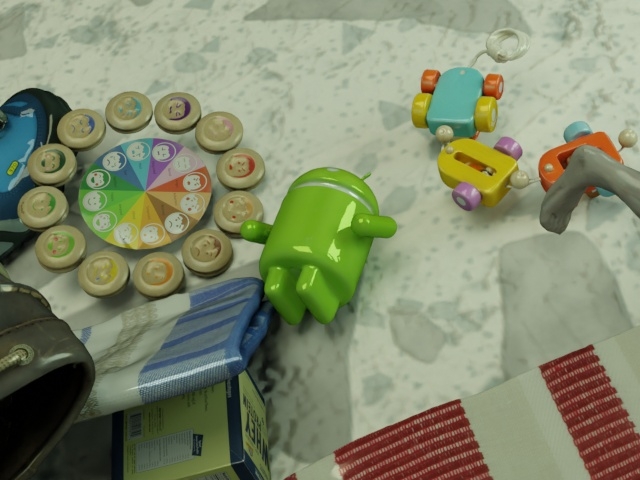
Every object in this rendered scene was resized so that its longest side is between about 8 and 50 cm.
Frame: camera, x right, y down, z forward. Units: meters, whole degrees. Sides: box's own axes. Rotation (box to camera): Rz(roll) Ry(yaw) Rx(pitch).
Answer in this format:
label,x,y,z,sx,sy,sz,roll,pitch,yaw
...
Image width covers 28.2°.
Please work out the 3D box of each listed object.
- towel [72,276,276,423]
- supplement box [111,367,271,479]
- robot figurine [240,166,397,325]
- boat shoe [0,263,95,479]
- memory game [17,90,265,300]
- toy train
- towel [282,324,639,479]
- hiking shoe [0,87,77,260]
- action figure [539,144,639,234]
label,x,y,z,sx,sy,sz,roll,pitch,yaw
towel,-0.172,0.083,0.789,0.285,0.034,0.209,-15,7,6
supplement box,-0.079,0.125,0.782,0.083,0.056,0.083,-15,47,8
robot figurine,0.000,0.000,0.852,0.101,0.067,0.115,-5,48,33
boat shoe,-0.240,0.149,0.585,0.130,0.132,0.355,23,64,27
memory game,-0.130,-0.037,0.937,0.186,0.012,0.186,-1,58,2
toy train,0.135,-0.070,0.880,0.125,0.046,0.166,-25,50,-3
towel,0.158,0.164,0.676,0.329,0.037,0.237,-22,47,2
hiking shoe,-0.313,-0.025,0.946,0.304,0.132,0.113,-42,50,-17
action figure,0.262,0.012,0.616,0.341,0.178,0.330,-23,41,-30
